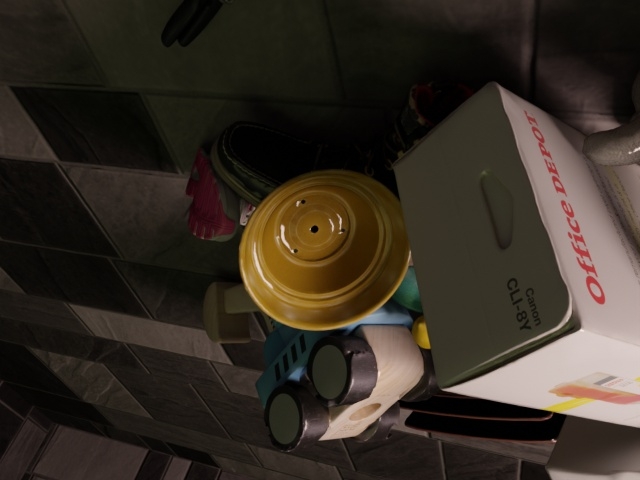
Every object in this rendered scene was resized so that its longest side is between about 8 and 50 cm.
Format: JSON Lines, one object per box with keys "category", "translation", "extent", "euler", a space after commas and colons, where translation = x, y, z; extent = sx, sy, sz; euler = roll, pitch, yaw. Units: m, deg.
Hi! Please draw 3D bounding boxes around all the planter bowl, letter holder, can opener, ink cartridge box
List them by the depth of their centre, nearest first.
{"category": "ink cartridge box", "translation": [0.284, 0.034, 0.721], "extent": [0.385, 0.279, 0.160], "euler": [18, 139, -34]}
{"category": "can opener", "translation": [-0.151, -0.300, 0.835], "extent": [0.059, 0.073, 0.186], "euler": [-7, 163, -31]}
{"category": "planter bowl", "translation": [0.000, 0.000, 0.846], "extent": [0.217, 0.090, 0.217], "euler": [-5, 114, -11]}
{"category": "letter holder", "translation": [0.279, 0.290, 1.220], "extent": [0.302, 0.214, 0.151], "euler": [-3, 106, 32]}

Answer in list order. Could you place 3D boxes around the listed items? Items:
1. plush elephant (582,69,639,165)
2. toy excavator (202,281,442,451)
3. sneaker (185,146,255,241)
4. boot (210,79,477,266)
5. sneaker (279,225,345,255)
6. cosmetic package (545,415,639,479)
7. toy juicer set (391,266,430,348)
{"category": "plush elephant", "translation": [0.389, -0.108, 0.631], "extent": [0.255, 0.330, 0.271], "euler": [33, 154, 43]}
{"category": "toy excavator", "translation": [-0.038, 0.169, 1.213], "extent": [0.222, 0.445, 0.433], "euler": [7, 135, -38]}
{"category": "sneaker", "translation": [-0.140, -0.071, 1.024], "extent": [0.111, 0.252, 0.102], "euler": [14, 113, -19]}
{"category": "boot", "translation": [0.065, -0.111, 0.890], "extent": [0.378, 0.138, 0.284], "euler": [27, 147, -14]}
{"category": "sneaker", "translation": [-0.028, -0.001, 0.931], "extent": [0.144, 0.053, 0.059], "euler": [21, 153, -15]}
{"category": "cosmetic package", "translation": [0.486, 0.244, 0.915], "extent": [0.217, 0.385, 0.156], "euler": [-13, 110, 43]}
{"category": "toy juicer set", "translation": [0.148, 0.080, 1.047], "extent": [0.329, 0.209, 0.089], "euler": [22, 138, -1]}
